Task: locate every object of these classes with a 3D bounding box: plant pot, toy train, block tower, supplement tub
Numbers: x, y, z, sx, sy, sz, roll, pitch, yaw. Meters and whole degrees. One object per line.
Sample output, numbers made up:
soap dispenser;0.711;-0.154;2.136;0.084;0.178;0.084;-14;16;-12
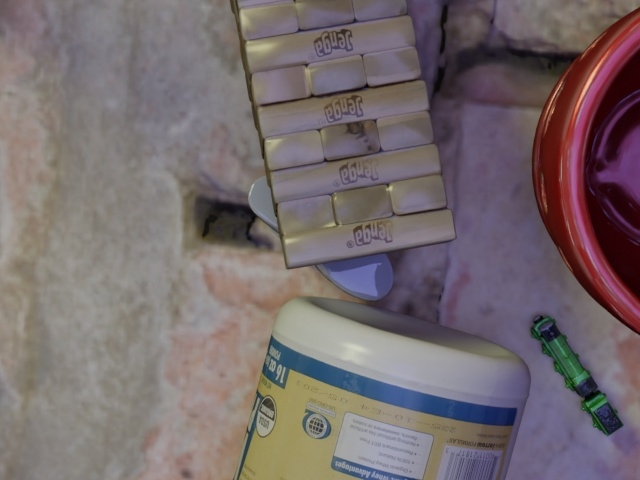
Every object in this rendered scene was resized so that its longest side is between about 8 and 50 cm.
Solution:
plant pot;0.204;-0.038;0.740;0.191;0.174;0.191;0;94;-3
toy train;0.152;0.080;0.822;0.017;0.024;0.083;-35;95;0
block tower;-0.008;-0.154;0.746;0.091;0.097;0.335;-10;86;-2
supplement tub;0.023;0.142;0.760;0.144;0.144;0.200;15;93;-4

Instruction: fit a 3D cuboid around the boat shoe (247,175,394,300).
boat shoe;0.000;0.000;0.803;0.100;0.035;0.035;35;83;3
